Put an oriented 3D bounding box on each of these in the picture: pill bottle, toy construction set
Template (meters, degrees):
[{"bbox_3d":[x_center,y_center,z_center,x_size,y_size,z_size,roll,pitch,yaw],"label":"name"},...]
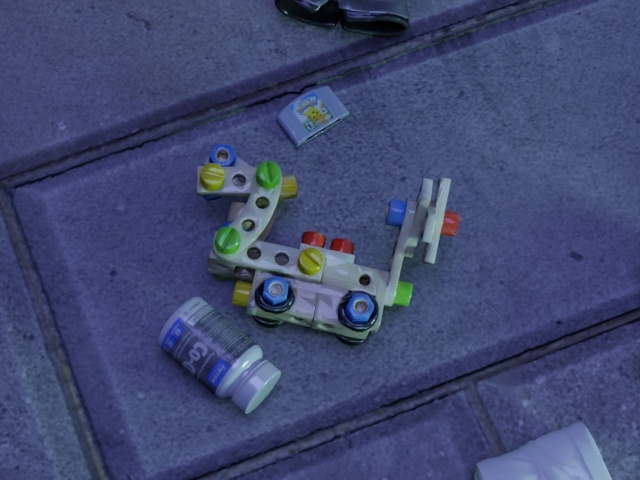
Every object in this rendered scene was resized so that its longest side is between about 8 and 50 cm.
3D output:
[{"bbox_3d":[-0.118,0.136,1.737,0.137,0.078,0.078,39,72,13],"label":"pill bottle"},{"bbox_3d":[0.000,0.000,1.769,0.327,0.151,0.215,7,68,12],"label":"toy construction set"}]

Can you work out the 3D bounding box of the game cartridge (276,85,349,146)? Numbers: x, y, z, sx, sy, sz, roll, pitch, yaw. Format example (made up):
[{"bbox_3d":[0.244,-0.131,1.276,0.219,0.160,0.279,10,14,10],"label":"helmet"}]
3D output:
[{"bbox_3d":[-0.012,-0.162,1.893,0.083,0.017,0.056,-33,70,-14],"label":"game cartridge"}]

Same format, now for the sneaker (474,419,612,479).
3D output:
[{"bbox_3d":[0.273,0.361,1.658,0.169,0.108,0.293,-18,61,-8],"label":"sneaker"}]

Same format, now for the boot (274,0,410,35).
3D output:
[{"bbox_3d":[0.117,-0.370,1.941,0.338,0.118,0.223,1,71,10],"label":"boot"}]

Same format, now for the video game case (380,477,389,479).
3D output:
[{"bbox_3d":[0.091,0.407,1.669,0.212,0.023,0.193,39,72,12],"label":"video game case"}]
